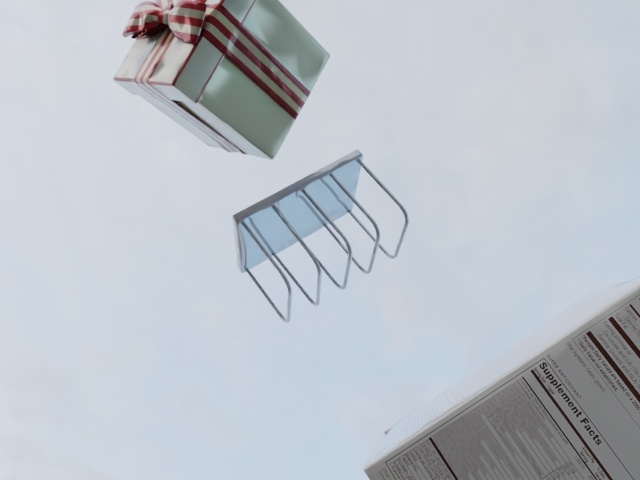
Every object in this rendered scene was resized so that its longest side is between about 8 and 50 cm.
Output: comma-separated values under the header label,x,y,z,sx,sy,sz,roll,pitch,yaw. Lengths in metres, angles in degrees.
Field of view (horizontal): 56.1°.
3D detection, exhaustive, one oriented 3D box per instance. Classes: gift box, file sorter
label,x,y,z,sx,sy,sz,roll,pitch,yaw
gift box,-0.173,-0.323,1.022,0.255,0.276,0.258,13,-15,45
file sorter,0.000,0.000,1.132,0.173,0.277,0.193,51,-22,23

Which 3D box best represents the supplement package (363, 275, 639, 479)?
label,x,y,z,sx,sy,sz,roll,pitch,yaw
supplement package,0.158,0.145,0.397,0.203,0.194,0.149,-34,-105,2
